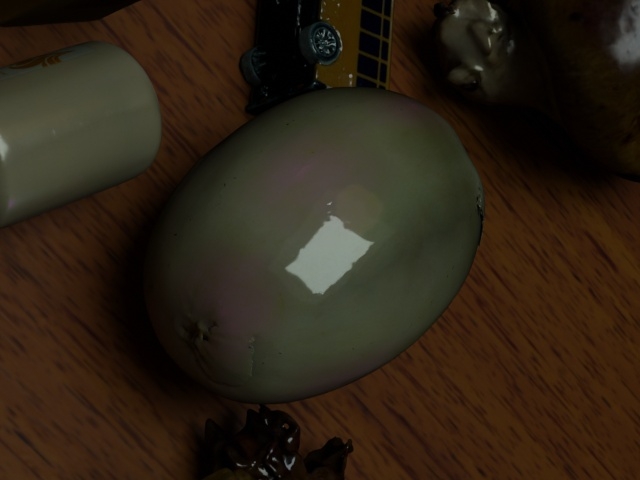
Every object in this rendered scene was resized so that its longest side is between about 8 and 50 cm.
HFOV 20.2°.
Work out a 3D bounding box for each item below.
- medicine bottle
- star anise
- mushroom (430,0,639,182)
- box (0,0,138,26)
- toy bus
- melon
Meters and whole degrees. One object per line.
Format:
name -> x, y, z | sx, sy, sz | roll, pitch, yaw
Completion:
medicine bottle -> -0.240, -0.066, 1.318 | 0.252, 0.114, 0.114 | -25, 96, -42
star anise -> -0.042, 0.234, 1.392 | 0.346, 0.148, 0.237 | 15, 67, -48
mushroom -> 0.262, -0.209, 1.759 | 0.345, 0.260, 0.345 | 52, 27, -42
box -> -0.181, -0.394, 1.358 | 0.116, 0.264, 0.415 | -11, 88, -42
toy bus -> 0.007, -0.204, 1.579 | 0.114, 0.098, 0.201 | 18, 68, -37
melon -> 0.000, 0.000, 1.436 | 0.317, 0.223, 0.223 | -36, 103, -42
